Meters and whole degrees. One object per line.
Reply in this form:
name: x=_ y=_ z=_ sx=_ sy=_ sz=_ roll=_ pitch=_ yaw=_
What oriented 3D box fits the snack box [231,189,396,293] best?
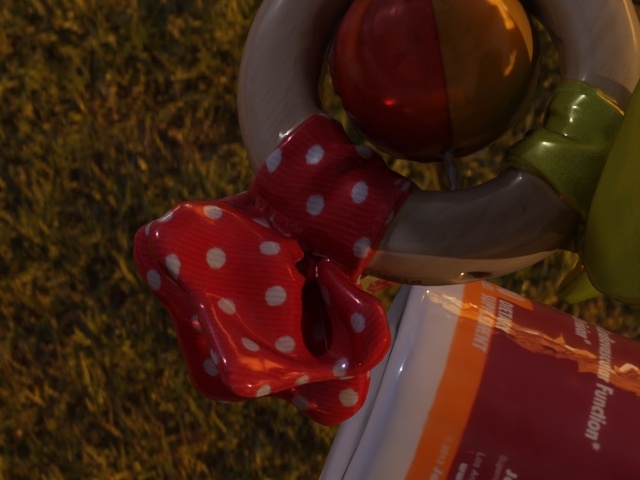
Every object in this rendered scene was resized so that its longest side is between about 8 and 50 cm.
snack box: x=0.000 y=0.000 z=1.071 sx=0.100 sy=0.141 sz=0.037 roll=-21 pitch=56 yaw=28

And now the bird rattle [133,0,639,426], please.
bird rattle: x=0.045 y=-0.038 z=0.582 sx=0.253 sy=0.143 sz=0.207 roll=-14 pitch=68 yaw=15

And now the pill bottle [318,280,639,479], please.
pill bottle: x=0.200 y=0.183 z=0.891 sx=0.392 sy=0.224 sz=0.224 roll=22 pitch=62 yaw=-1
